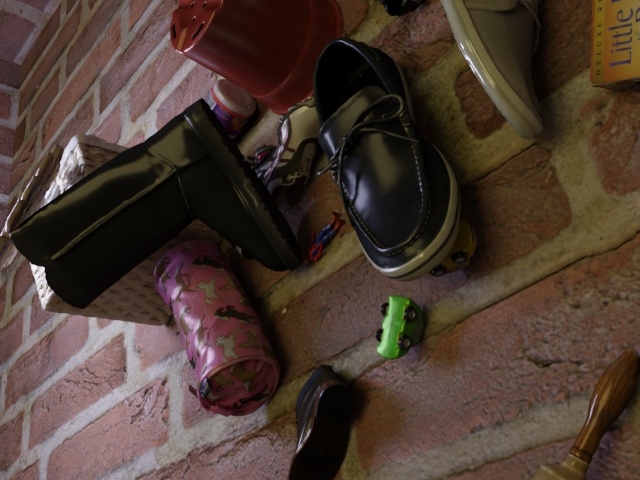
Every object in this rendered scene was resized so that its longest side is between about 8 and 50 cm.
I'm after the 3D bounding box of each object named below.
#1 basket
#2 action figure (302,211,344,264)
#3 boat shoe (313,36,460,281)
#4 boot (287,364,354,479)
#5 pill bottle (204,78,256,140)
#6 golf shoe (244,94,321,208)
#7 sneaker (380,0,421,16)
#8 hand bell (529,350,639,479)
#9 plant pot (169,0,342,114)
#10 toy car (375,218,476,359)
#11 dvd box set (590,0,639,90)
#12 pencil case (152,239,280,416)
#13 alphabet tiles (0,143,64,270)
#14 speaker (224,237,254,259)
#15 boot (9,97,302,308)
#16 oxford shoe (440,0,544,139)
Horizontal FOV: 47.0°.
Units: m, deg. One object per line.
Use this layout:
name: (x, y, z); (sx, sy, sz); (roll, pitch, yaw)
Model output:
basket: (-0.460, -0.012, 1.693); (0.328, 0.331, 0.266); (-54, 43, 23)
action figure: (0.000, 0.000, 1.353); (0.115, 0.030, 0.038); (-58, 45, 23)
boat shoe: (0.081, -0.145, 1.146); (0.187, 0.156, 0.500); (-36, 42, 27)
boot: (-0.005, 0.314, 1.224); (0.106, 0.082, 0.219); (-122, 51, -71)
pill bottle: (-0.241, -0.265, 1.690); (0.193, 0.108, 0.108); (-47, 44, 31)
golf shoe: (-0.041, -0.173, 1.431); (0.273, 0.105, 0.120); (-44, 64, 39)
sneaker: (0.124, -0.444, 1.330); (0.170, 0.063, 0.074); (21, 88, 48)
hand bell: (0.303, 0.237, 0.839); (0.126, 0.126, 0.242); (25, 85, 53)
plant pot: (-0.143, -0.428, 1.497); (0.272, 0.265, 0.272); (-24, 59, 46)
toy car: (0.138, 0.073, 1.129); (0.239, 0.053, 0.225); (8, 83, 53)
dvd box set: (0.492, -0.339, 0.780); (0.420, 0.062, 0.307); (1, 90, 52)
pencil case: (-0.215, 0.163, 1.461); (0.386, 0.167, 0.160); (-122, 25, -45)
alphabet tiles: (-0.599, -0.057, 1.493); (0.278, 0.021, 0.284); (-40, 25, 59)
speaker: (-0.169, -0.010, 1.548); (0.136, 0.055, 0.055); (40, 108, 50)
boot: (-0.308, 0.002, 1.398); (0.445, 0.146, 0.367); (-33, 92, 7)
oxford shoe: (0.252, -0.345, 1.067); (0.130, 0.169, 0.449); (-23, 56, 22)
